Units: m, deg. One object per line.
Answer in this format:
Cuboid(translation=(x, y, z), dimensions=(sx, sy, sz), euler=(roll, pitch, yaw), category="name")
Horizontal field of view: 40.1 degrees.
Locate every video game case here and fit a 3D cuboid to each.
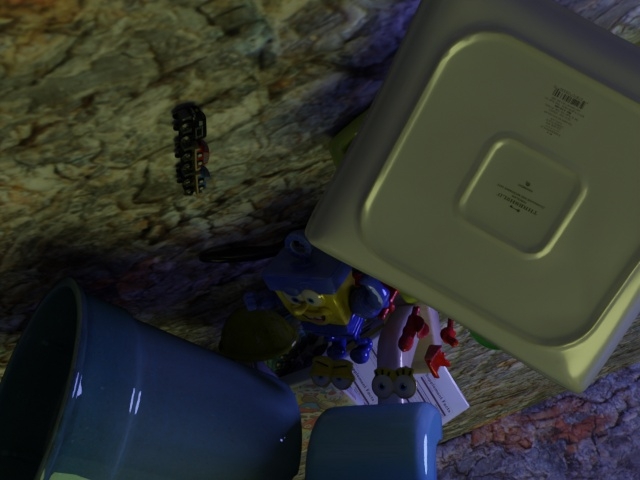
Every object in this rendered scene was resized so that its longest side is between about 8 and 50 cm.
Cuboid(translation=(-0.048, 0.280, 1.384), dimensions=(0.227, 0.026, 0.206), euler=(-23, 139, 16), category="video game case")

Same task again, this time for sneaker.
Cuboid(translation=(0.003, 0.087, 1.378), dimensions=(0.283, 0.122, 0.110), euler=(-34, 147, -26), category="sneaker")

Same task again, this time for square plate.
Cuboid(translation=(0.195, -0.051, 0.867), dimensions=(0.344, 0.347, 0.049), euler=(-63, 175, 25), category="square plate")

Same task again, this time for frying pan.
Cuboid(translation=(0.009, 0.008, 1.271), dimensions=(0.326, 0.053, 0.197), euler=(-8, 161, 11), category="frying pan")

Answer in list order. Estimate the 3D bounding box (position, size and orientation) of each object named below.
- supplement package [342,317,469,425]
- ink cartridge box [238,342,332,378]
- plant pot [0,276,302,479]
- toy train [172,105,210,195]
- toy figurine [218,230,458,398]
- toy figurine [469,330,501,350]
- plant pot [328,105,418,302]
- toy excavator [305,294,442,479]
Cuboid(translation=(0.085, 0.282, 1.588), dimensions=(0.263, 0.198, 0.199), euler=(-32, -179, -10), category="supplement package")
Cuboid(translation=(-0.061, 0.192, 1.485), dimensions=(0.140, 0.082, 0.191), euler=(-15, 176, -14), category="ink cartridge box")
Cuboid(translation=(-0.226, 0.257, 1.138), dimensions=(0.334, 0.341, 0.341), euler=(21, 137, -28), category="plant pot")
Cuboid(translation=(-0.140, -0.096, 0.964), dimensions=(0.036, 0.027, 0.158), euler=(-24, 158, -19), category="toy train")
Cuboid(translation=(-0.007, 0.054, 1.170), dimensions=(0.363, 0.191, 0.217), euler=(4, 137, 35), category="toy figurine")
Cuboid(translation=(0.401, 0.129, 1.802), dimensions=(0.159, 0.130, 0.173), euler=(-12, 133, -51), category="toy figurine")
Cuboid(translation=(0.184, -0.071, 1.044), dimensions=(0.228, 0.227, 0.207), euler=(-34, 159, 26), category="plant pot")
Cuboid(translation=(0.100, 0.269, 1.192), dimensions=(0.222, 0.445, 0.433), euler=(-5, 167, 19), category="toy excavator")
